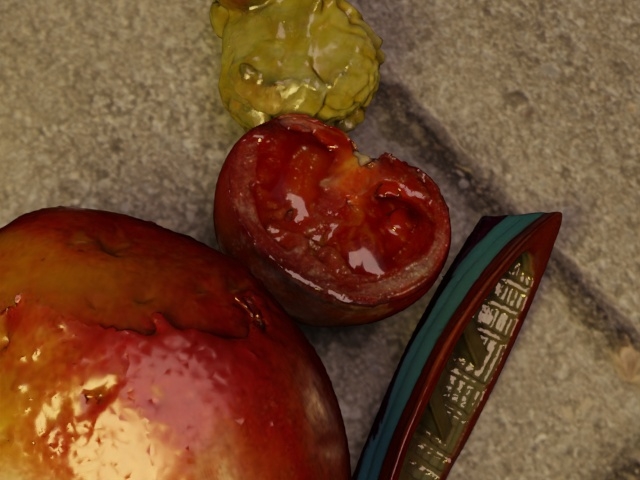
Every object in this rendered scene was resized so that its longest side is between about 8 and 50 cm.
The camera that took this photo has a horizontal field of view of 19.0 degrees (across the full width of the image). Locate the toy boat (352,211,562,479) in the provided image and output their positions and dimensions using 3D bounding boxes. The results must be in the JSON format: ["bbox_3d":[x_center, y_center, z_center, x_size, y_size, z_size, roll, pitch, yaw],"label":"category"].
[{"bbox_3d":[0.132,0.115,1.867,0.079,0.136,0.392,12,56,26],"label":"toy boat"}]

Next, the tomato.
[{"bbox_3d":[0.000,0.000,1.864,0.233,0.139,0.200,31,50,3],"label":"tomato"}]

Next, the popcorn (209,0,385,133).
[{"bbox_3d":[-0.028,-0.198,1.944,0.168,0.173,0.195,-22,72,20],"label":"popcorn"}]

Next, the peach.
[{"bbox_3d":[-0.164,0.172,1.594,0.416,0.353,0.339,46,53,10],"label":"peach"}]
